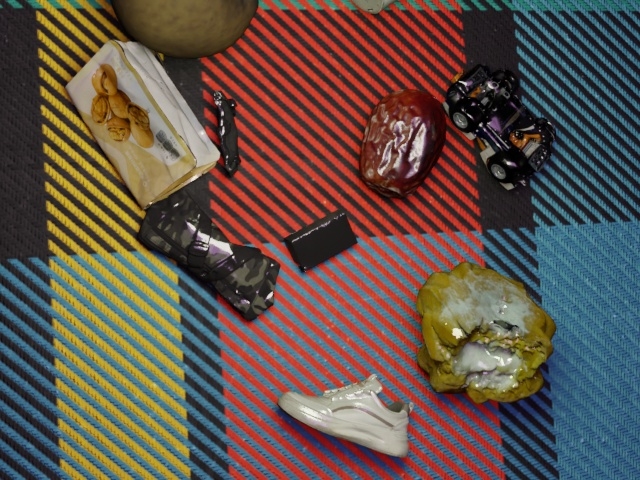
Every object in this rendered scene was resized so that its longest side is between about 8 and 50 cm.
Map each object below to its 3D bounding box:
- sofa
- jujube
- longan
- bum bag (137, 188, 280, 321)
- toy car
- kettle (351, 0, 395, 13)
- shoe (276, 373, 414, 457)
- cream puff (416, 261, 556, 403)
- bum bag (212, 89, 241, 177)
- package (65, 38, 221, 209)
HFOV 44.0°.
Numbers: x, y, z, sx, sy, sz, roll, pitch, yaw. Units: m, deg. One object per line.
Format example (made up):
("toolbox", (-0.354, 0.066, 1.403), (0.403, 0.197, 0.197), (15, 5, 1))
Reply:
("sofa", (0.000, 0.000, 1.788), (0.147, 0.060, 0.085), (-29, 108, -13))
("jujube", (0.185, -0.222, 1.784), (0.183, 0.183, 0.243), (25, 79, -9))
("longan", (-0.286, -0.528, 1.645), (0.319, 0.319, 0.319), (1, 85, -12))
("bum bag", (-0.230, 0.030, 1.710), (0.340, 0.095, 0.144), (38, 94, -5))
("toy car", (0.420, -0.278, 1.871), (0.193, 0.118, 0.301), (-42, 94, -21))
("kettle", (0.189, -0.707, 1.802), (0.318, 0.205, 0.265), (-33, 116, -14))
("shoe", (0.072, 0.359, 1.736), (0.316, 0.124, 0.159), (25, 81, -15))
("cream puff", (0.342, 0.204, 1.769), (0.323, 0.270, 0.274), (17, 47, -11))
("bum bag", (-0.200, -0.235, 1.743), (0.049, 0.087, 0.197), (-8, 85, 5))
("package", (-0.363, -0.259, 1.696), (0.311, 0.221, 0.165), (57, 37, -1))
